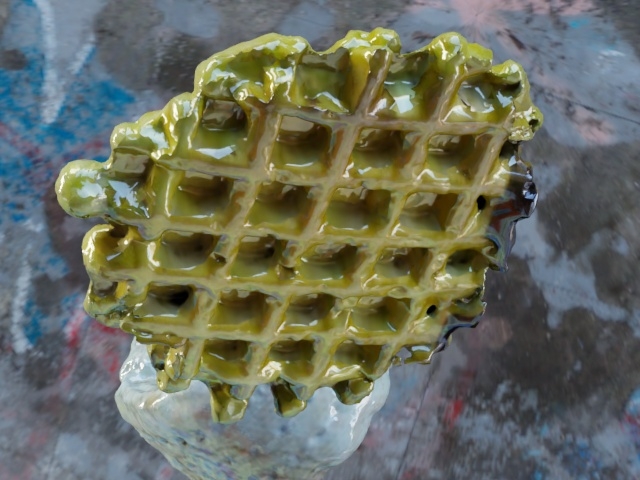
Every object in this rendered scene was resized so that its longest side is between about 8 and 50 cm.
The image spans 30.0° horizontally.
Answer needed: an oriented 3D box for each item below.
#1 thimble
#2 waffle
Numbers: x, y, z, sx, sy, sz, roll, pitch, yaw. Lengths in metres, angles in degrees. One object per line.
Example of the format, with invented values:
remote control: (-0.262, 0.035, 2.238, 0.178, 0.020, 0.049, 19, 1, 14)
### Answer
thimble: (-0.076, 0.137, 1.305, 0.291, 0.291, 0.195, -40, 111, 12)
waffle: (0.001, 0.002, 0.753, 0.307, 0.060, 0.312, -19, 137, 3)
